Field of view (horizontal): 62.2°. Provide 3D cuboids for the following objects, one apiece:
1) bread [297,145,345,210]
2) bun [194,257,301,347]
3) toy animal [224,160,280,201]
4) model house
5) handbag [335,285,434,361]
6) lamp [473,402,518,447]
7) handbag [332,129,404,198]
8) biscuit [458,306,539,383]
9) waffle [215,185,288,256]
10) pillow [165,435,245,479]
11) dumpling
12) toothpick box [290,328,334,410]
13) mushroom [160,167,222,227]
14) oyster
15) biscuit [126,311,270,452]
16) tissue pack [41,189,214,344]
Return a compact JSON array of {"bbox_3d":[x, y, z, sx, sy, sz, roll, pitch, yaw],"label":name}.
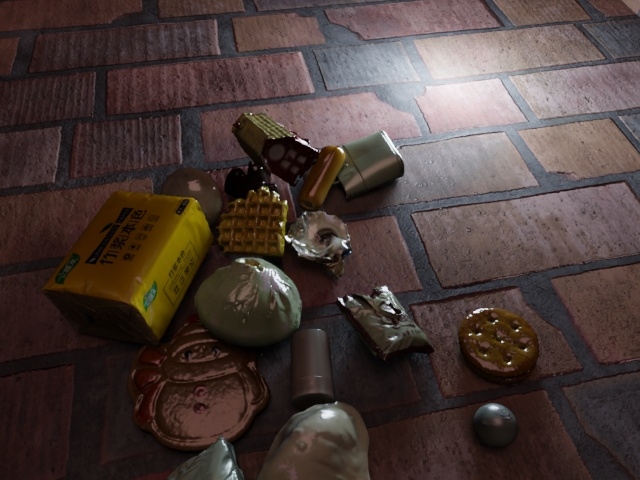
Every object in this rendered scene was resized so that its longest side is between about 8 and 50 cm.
[{"bbox_3d":[0.003,-0.213,1.780,0.092,0.074,0.239,19,71,18],"label":"bread"},{"bbox_3d":[-0.183,0.140,1.428,0.293,0.187,0.293,10,33,-7],"label":"bun"},{"bbox_3d":[-0.224,-0.162,1.702,0.218,0.179,0.116,30,57,13],"label":"toy animal"},{"bbox_3d":[-0.166,-0.313,1.751,0.160,0.254,0.196,-56,49,13],"label":"model house"},{"bbox_3d":[0.177,0.226,1.442,0.213,0.127,0.235,-4,46,-40],"label":"handbag"},{"bbox_3d":[0.428,0.451,1.295,0.105,0.105,0.105,1,52,-1],"label":"lamp"},{"bbox_3d":[0.121,-0.254,1.870,0.315,0.109,0.241,-23,54,-3],"label":"handbag"},{"bbox_3d":[0.485,0.283,1.454,0.220,0.066,0.220,0,49,1],"label":"biscuit"},{"bbox_3d":[-0.211,-0.063,1.633,0.229,0.057,0.219,3,77,16],"label":"waffle"},{"bbox_3d":[-0.257,0.622,1.111,0.283,0.138,0.310,-34,55,-5],"label":"pillow"},{"bbox_3d":[0.009,0.503,1.183,0.318,0.187,0.243,-35,55,-26],"label":"dumpling"},{"bbox_3d":[-0.024,0.333,1.367,0.111,0.111,0.181,-2,51,-3],"label":"toothpick box"},{"bbox_3d":[-0.394,-0.133,1.691,0.207,0.207,0.215,19,20,12],"label":"mushroom"},{"bbox_3d":[0.000,0.000,1.648,0.214,0.083,0.223,21,49,10],"label":"oyster"},{"bbox_3d":[-0.314,0.353,1.375,0.358,0.074,0.381,-4,55,-8],"label":"biscuit"},{"bbox_3d":[-0.514,0.063,1.470,0.293,0.228,0.382,6,51,17],"label":"tissue pack"}]
